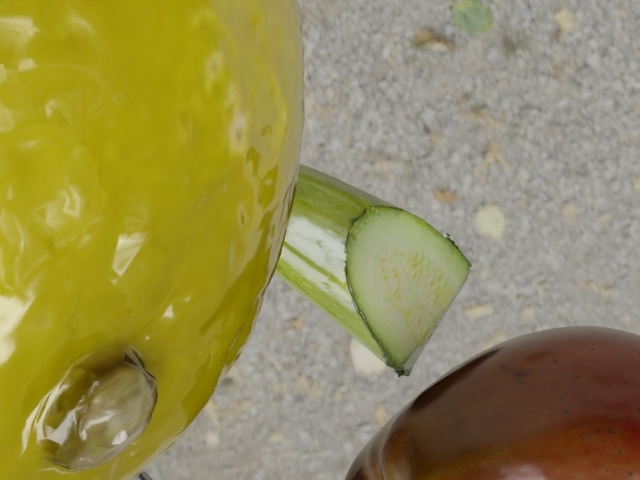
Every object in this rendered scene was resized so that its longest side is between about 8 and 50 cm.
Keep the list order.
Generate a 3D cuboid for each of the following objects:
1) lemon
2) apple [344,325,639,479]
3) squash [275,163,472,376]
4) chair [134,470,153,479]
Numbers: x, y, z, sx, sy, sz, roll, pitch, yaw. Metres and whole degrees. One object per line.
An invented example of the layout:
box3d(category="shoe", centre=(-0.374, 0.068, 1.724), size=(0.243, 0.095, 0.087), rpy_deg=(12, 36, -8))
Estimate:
box3d(category="lemon", centre=(-0.166, -0.055, 0.464), size=(0.348, 0.348, 0.348), rpy_deg=(-4, 126, -5))
box3d(category="apple", centre=(0.131, 0.155, 0.782), size=(0.234, 0.234, 0.234), rpy_deg=(-4, 126, -5))
box3d(category="squash", centre=(0.002, 0.001, 0.820), size=(0.200, 0.075, 0.090), rpy_deg=(32, 89, -18))
box3d(category="chair", centre=(-0.282, 0.028, 0.763), size=(0.203, 0.240, 0.416), rpy_deg=(-38, 105, 1))
